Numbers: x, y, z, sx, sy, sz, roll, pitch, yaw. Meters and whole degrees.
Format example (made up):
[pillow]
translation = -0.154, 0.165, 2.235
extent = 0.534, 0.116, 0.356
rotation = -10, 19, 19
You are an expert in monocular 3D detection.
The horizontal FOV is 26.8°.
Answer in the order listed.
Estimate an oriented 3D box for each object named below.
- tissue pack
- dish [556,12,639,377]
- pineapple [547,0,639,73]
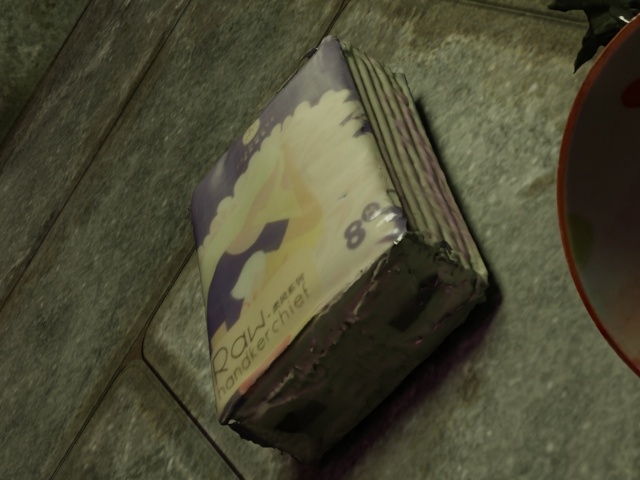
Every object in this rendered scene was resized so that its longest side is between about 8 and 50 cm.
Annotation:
[tissue pack]
translation = 0.000, 0.000, 1.188
extent = 0.242, 0.125, 0.344
rotation = -47, 30, 22
[dish]
translation = 0.265, -0.023, 0.758
extent = 0.260, 0.085, 0.260
rotation = 11, 107, 41
[pineapple]
translation = 0.259, -0.186, 0.917
extent = 0.166, 0.165, 0.364
rotation = -61, 27, -5
